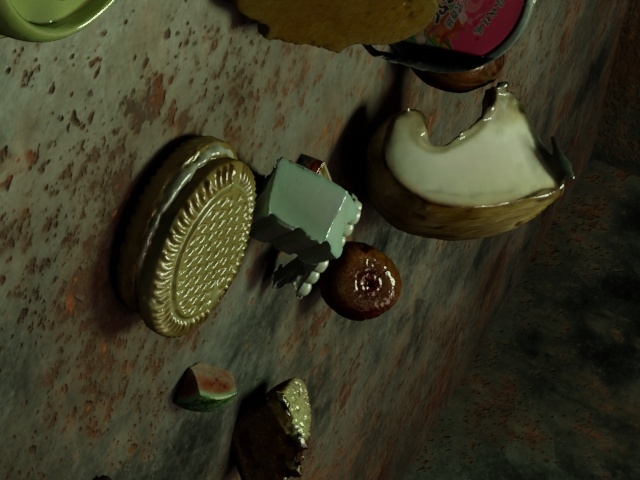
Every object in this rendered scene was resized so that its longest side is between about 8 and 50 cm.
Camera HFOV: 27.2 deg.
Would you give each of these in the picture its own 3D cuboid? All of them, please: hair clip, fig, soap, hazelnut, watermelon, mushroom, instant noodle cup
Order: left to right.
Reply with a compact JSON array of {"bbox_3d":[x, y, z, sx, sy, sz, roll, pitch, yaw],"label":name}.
[{"bbox_3d":[-0.169,0.221,1.949,0.092,0.084,0.072,-30,-136,52],"label":"watermelon"},{"bbox_3d":[-0.030,-0.038,1.830,0.091,0.145,0.230,-66,-170,-10],"label":"soap"},{"bbox_3d":[0.000,0.000,2.027,0.220,0.054,0.140,-55,-170,29],"label":"hair clip"},{"bbox_3d":[0.053,0.057,2.333,0.134,0.146,0.201,-44,-157,1],"label":"fig"},{"bbox_3d":[0.196,-0.083,2.306,0.313,0.224,0.397,-17,168,-23],"label":"mushroom"},{"bbox_3d":[0.197,-0.395,1.955,0.258,0.302,0.181,61,22,-14],"label":"instant noodle cup"},{"bbox_3d":[0.236,-0.334,2.226,0.204,0.178,0.178,22,92,-83],"label":"hazelnut"}]

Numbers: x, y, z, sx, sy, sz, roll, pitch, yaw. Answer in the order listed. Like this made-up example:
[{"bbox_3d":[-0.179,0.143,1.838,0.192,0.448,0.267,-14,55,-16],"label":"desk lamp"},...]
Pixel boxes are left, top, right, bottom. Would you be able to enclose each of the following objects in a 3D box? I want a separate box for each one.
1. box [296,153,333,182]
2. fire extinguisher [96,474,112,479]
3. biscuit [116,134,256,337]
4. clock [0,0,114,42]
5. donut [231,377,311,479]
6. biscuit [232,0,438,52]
[{"bbox_3d":[-0.004,-0.066,2.083,0.055,0.039,0.218,-62,162,-16],"label":"box"},{"bbox_3d":[-0.321,0.373,1.721,0.173,0.049,0.035,-47,161,-46],"label":"fire extinguisher"},{"bbox_3d":[-0.161,-0.004,1.644,0.259,0.079,0.259,-55,159,-33],"label":"biscuit"},{"bbox_3d":[-0.223,-0.290,1.040,0.348,0.117,0.286,-62,161,-13],"label":"clock"},{"bbox_3d":[-0.080,0.325,2.265,0.126,0.144,0.187,-46,124,-61],"label":"donut"},{"bbox_3d":[0.084,-0.377,1.574,0.368,0.076,0.394,-2,149,-47],"label":"biscuit"}]
